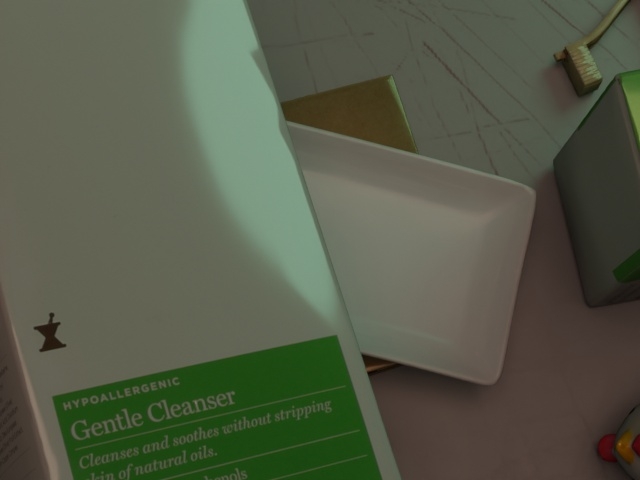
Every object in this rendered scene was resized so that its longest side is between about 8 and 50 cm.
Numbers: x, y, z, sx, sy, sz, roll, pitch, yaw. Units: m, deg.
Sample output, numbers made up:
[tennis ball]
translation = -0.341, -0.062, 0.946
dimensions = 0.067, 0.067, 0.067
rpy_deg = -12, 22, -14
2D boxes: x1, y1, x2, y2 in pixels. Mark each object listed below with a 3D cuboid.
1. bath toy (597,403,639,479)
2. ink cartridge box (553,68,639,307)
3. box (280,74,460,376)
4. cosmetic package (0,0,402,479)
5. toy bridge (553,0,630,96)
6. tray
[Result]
[bath toy]
translation = 0.231, 0.253, 0.886
dimensions = 0.129, 0.151, 0.348
rpy_deg = -9, 75, 38
[ink cartridge box]
translation = 0.309, -0.050, 0.914
dimensions = 0.273, 0.198, 0.115
rpy_deg = -11, 78, -4
[box]
translation = 0.003, -0.002, 0.980
dimensions = 0.164, 0.021, 0.201
rpy_deg = -15, 77, -9
[cosmetic package]
translation = -0.114, 0.013, 0.819
dimensions = 0.197, 0.155, 0.365
rpy_deg = -12, 76, -27
[toy bridge]
translation = 0.254, -0.164, 1.026
dimensions = 0.188, 0.026, 0.063
rpy_deg = -21, 76, -7
[tray]
translation = 0.000, 0.000, 0.950
dimensions = 0.270, 0.030, 0.145
rpy_deg = 14, 71, -1
